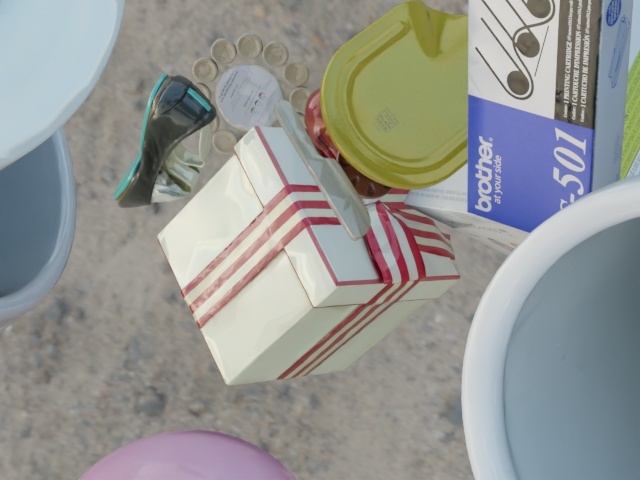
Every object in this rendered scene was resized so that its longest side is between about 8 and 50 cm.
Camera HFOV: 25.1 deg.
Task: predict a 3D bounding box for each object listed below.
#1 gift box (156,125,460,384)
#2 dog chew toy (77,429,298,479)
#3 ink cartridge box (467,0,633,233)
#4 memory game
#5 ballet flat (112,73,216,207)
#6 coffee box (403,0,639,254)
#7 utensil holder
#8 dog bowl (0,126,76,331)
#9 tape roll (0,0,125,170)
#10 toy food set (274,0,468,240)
[{"bbox_3d":[0.000,0.000,1.736,0.258,0.276,0.255,-44,68,36],"label":"gift box"},{"bbox_3d":[-0.082,0.258,1.090,0.207,0.332,0.206,-2,75,9],"label":"dog chew toy"},{"bbox_3d":[0.147,-0.101,0.934,0.097,0.207,0.046,20,39,33],"label":"ink cartridge box"},{"bbox_3d":[-0.097,-0.197,1.995,0.186,0.012,0.186,4,112,10],"label":"memory game"},{"bbox_3d":[-0.198,-0.104,1.845,0.096,0.280,0.095,29,58,-3],"label":"ballet flat"},{"bbox_3d":[0.350,-0.110,1.559,0.334,0.337,0.338,26,88,-15],"label":"coffee box"},{"bbox_3d":[0.324,0.069,0.894,0.328,0.385,0.327,14,115,33],"label":"utensil holder"},{"bbox_3d":[-0.321,-0.071,1.099,0.102,0.349,0.348,-20,68,26],"label":"dog bowl"},{"bbox_3d":[-0.237,-0.123,0.684,0.169,0.246,0.246,-20,64,54],"label":"tape roll"},{"bbox_3d":[0.052,-0.094,1.100,0.218,0.071,0.128,-38,90,-29],"label":"toy food set"}]
